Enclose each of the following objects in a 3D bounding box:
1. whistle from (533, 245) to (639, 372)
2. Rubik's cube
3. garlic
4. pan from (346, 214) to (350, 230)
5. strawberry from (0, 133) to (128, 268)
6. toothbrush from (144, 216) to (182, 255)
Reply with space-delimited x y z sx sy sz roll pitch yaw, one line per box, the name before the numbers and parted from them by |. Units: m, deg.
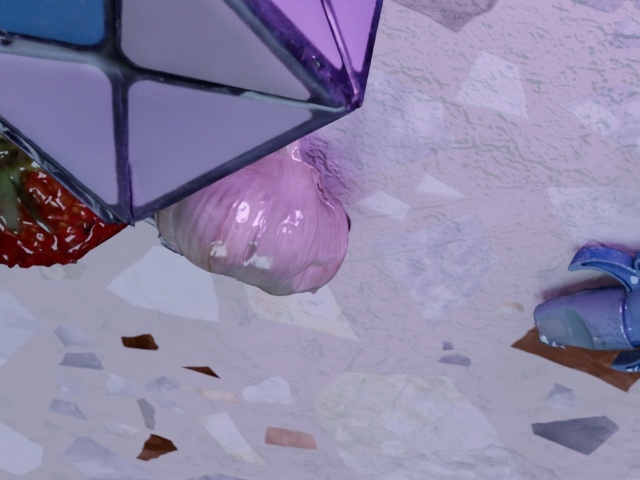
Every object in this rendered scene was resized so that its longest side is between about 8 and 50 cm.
whistle | 0.371 0.081 1.675 0.269 0.093 0.180 -5 129 31
Rubik's cube | -0.147 -0.245 1.290 0.305 0.307 0.310 -23 127 34
garlic | -0.058 -0.057 1.605 0.218 0.218 0.212 21 101 -7
pan | 0.000 0.001 1.736 0.068 0.023 0.115 8 138 6
strawberry | -0.318 -0.094 1.600 0.261 0.257 0.261 1 101 8
toothbrush | -0.275 -0.061 1.750 0.288 0.024 0.021 31 134 -18
